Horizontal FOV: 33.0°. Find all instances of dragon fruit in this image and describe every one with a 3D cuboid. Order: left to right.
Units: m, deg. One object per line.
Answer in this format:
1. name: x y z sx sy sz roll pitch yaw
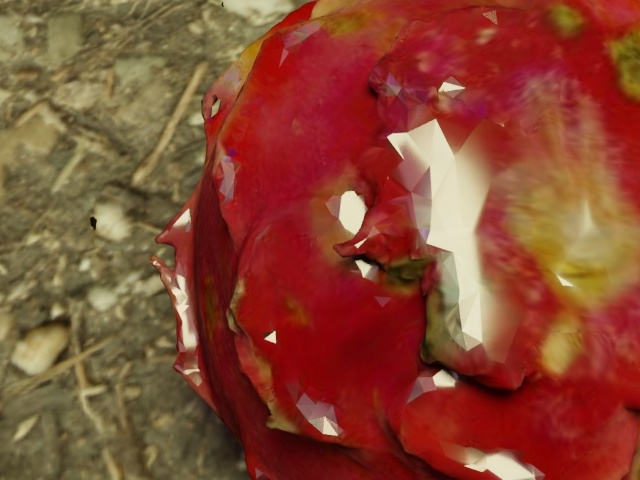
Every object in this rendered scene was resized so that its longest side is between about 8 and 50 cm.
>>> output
1. dragon fruit: 0.085 0.000 0.543 0.370 0.249 0.387 -8 75 10
